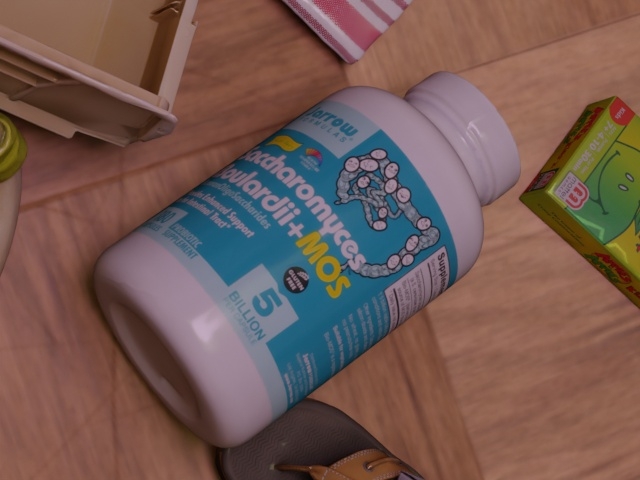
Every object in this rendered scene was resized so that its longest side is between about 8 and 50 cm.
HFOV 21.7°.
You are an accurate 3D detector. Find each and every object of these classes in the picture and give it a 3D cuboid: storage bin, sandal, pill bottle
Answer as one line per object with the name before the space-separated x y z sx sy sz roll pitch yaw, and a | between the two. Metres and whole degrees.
storage bin | -0.166 -0.219 0.959 0.260 0.123 0.262 23 72 -28
sandal | 0.032 0.178 1.085 0.219 0.060 0.090 41 73 -12
pill bottle | 0.000 0.000 1.046 0.264 0.146 0.146 -37 97 -20

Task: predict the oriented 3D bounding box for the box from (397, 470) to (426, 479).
box | 0.076 0.259 1.073 0.145 0.038 0.186 26 87 -28

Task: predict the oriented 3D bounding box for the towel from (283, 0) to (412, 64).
towel | 0.030 -0.233 1.133 0.144 0.029 0.197 44 75 -12

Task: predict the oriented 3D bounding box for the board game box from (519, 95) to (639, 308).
board game box | 0.239 -0.007 1.188 0.181 0.043 0.092 41 73 -12

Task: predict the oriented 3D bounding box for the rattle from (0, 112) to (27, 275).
rattle | -0.256 0.015 0.995 0.142 0.130 0.200 9 108 -8

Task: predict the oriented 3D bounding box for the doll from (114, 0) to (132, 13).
doll | -0.214 -0.155 1.036 0.189 0.046 0.129 14 79 -21
